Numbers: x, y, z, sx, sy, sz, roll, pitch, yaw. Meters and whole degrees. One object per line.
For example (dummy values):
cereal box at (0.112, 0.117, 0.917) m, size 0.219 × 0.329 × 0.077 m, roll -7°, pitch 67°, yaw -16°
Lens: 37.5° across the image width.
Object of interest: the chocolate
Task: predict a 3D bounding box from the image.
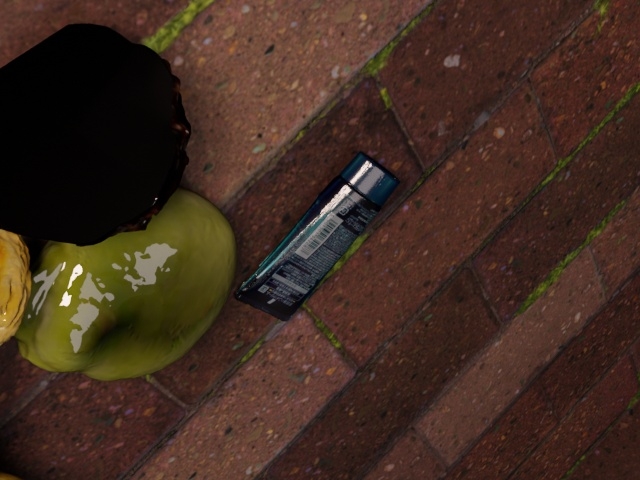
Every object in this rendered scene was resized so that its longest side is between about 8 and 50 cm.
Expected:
chocolate at (-0.222, -0.086, 0.978) m, size 0.224 × 0.206 × 0.177 m, roll -33°, pitch 169°, yaw 2°

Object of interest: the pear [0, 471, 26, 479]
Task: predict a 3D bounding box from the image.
pear at (-0.407, 0.399, 1.082) m, size 0.280 × 0.281 × 0.281 m, roll -24°, pitch 133°, yaw -28°

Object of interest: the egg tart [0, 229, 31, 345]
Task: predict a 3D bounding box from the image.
egg tart at (-0.395, 0.037, 0.882) m, size 0.241 × 0.241 × 0.106 m, roll -12°, pitch 155°, yaw -36°

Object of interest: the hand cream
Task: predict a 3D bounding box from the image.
hand cream at (0.000, 0.000, 1.326) m, size 0.270 × 0.061 × 0.120 m, roll -51°, pitch 139°, yaw 8°

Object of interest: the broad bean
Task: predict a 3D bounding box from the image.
broad bean at (-0.225, 0.057, 1.110) m, size 0.291 × 0.119 × 0.238 m, roll -29°, pitch 126°, yaw -27°
